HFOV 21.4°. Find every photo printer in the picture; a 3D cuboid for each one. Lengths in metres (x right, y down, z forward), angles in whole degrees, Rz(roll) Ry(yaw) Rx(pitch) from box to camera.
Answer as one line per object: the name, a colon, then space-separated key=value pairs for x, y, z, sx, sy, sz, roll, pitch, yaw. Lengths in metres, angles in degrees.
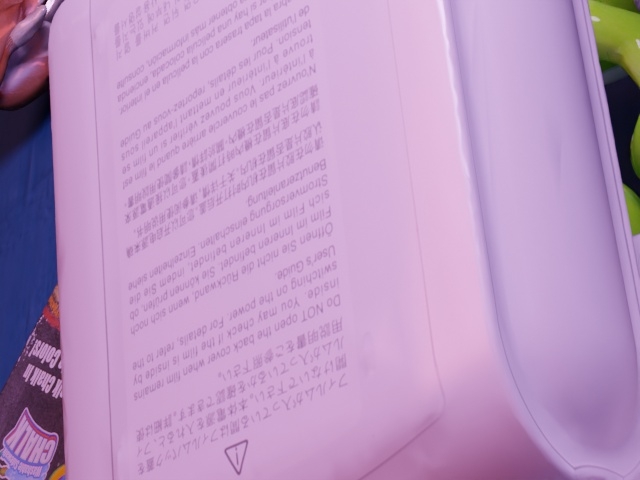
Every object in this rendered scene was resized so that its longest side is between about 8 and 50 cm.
photo printer: x=0.000 y=0.000 z=0.666 sx=0.256 sy=0.107 sz=0.307 roll=-28 pitch=58 yaw=39

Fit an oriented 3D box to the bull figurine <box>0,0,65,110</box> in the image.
bull figurine: x=-0.254 y=-0.257 z=1.623 sx=0.188 sy=0.101 sz=0.310 roll=-29 pitch=41 yaw=39

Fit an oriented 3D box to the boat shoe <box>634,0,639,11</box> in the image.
boat shoe: x=0.197 y=-0.124 z=0.671 sx=0.156 sy=0.136 sz=0.367 roll=-39 pitch=55 yaw=-3

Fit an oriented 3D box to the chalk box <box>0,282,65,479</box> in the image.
chalk box: x=-0.063 y=0.114 z=0.923 sx=0.180 sy=0.179 sz=0.289 roll=16 pitch=79 yaw=59

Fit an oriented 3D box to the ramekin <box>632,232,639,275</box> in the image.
ramekin: x=0.150 y=0.125 z=0.625 sx=0.277 sy=0.135 sz=0.277 roll=-38 pitch=36 yaw=34

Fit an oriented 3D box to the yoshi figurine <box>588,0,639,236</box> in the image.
yoshi figurine: x=0.137 y=-0.075 z=0.842 sx=0.203 sy=0.203 sz=0.362 roll=27 pitch=70 yaw=24
